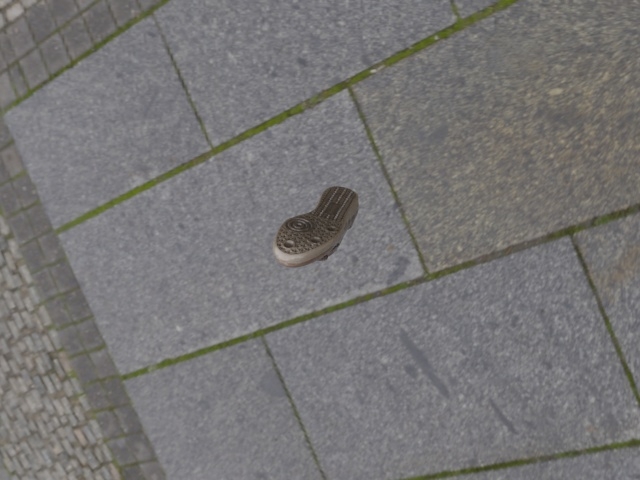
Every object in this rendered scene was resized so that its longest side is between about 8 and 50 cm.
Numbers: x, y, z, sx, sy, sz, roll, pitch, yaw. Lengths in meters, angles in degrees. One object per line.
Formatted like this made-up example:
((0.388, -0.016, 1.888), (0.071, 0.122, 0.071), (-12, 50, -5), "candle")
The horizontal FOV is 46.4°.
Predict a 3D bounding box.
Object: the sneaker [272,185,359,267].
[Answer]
((0.000, 0.000, 0.901), (0.066, 0.188, 0.071), (19, 122, 18), "sneaker")
